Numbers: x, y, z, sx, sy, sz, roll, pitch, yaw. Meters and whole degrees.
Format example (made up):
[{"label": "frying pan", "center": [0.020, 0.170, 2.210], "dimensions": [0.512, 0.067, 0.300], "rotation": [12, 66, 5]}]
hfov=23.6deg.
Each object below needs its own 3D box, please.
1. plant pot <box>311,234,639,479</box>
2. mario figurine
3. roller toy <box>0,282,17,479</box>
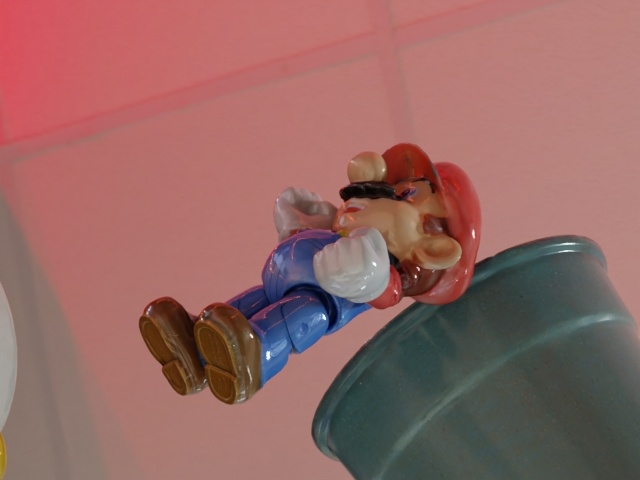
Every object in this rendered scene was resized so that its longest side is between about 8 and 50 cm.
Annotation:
[{"label": "plant pot", "center": [0.221, 0.231, 1.434], "dimensions": [0.341, 0.341, 0.334], "rotation": [-47, -118, 23]}, {"label": "mario figurine", "center": [0.000, 0.000, 1.266], "dimensions": [0.198, 0.320, 0.170], "rotation": [37, -41, 28]}, {"label": "roller toy", "center": [-0.289, 0.072, 0.946], "dimensions": [0.209, 0.146, 0.191], "rotation": [1, -88, 30]}]
